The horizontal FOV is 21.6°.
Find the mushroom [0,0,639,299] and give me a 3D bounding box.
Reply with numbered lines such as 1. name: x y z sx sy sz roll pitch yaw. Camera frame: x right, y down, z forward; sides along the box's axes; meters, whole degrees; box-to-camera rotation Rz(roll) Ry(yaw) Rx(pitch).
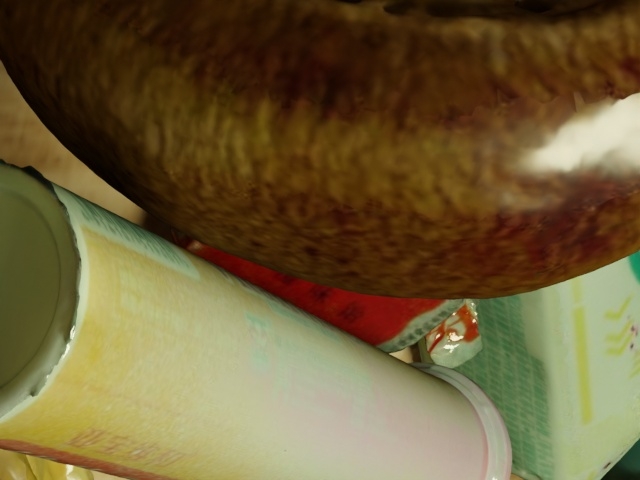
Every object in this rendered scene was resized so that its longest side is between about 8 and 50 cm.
1. mushroom: 0.024 -0.146 0.659 0.345 0.345 0.260 -37 144 -28

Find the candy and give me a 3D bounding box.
1. candy: 0.000 0.001 0.879 0.292 0.059 0.086 30 120 -35

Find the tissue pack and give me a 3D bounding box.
1. tissue pack: 0.180 -0.064 1.018 0.287 0.162 0.388 -38 141 -22

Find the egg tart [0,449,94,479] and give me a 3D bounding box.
1. egg tart: -0.208 0.144 0.617 0.352 0.150 0.352 -4 96 -39

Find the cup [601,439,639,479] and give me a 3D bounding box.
1. cup: 0.266 0.098 1.256 0.173 0.167 0.300 66 36 -40

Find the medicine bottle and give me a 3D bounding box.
1. medicine bottle: -0.034 0.067 0.721 0.108 0.108 0.426 -59 151 0
